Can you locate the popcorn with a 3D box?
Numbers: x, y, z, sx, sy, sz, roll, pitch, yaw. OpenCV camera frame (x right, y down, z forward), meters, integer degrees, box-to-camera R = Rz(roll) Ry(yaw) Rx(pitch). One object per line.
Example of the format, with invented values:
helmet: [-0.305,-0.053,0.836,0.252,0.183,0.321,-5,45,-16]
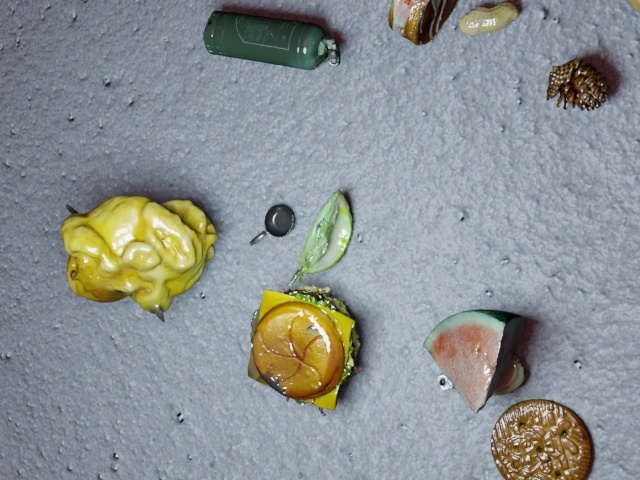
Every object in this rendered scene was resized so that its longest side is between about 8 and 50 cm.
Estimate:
popcorn: [-0.365,0.038,1.795,0.315,0.297,0.281,-16,67,-11]

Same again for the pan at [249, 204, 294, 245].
pan: [-0.102,-0.027,1.835,0.115,0.023,0.068,-38,78,15]

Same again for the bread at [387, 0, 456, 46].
bread: [0.197,-0.454,1.645,0.073,0.160,0.160,38,103,20]

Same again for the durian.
durian: [0.000,0.000,1.754,0.086,0.100,0.215,24,90,23]

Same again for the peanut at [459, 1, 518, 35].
peanut: [0.320,-0.422,1.654,0.113,0.054,0.054,-10,87,18]

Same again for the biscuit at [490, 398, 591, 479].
biscuit: [0.413,0.391,1.637,0.187,0.027,0.188,0,91,22]

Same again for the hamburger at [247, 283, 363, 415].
hamburger: [-0.028,0.215,1.746,0.243,0.138,0.262,22,104,20]

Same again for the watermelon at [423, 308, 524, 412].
watermelon: [0.270,0.195,1.591,0.207,0.202,0.136,-14,124,29]

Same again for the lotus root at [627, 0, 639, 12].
lotus root: [0.593,-0.477,1.501,0.154,0.140,0.257,-14,76,-8]

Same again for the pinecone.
pinecone: [0.466,-0.281,1.573,0.109,0.102,0.102,15,96,17]

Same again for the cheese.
cheese: [0.305,0.248,1.667,0.171,0.047,0.092,3,90,22]

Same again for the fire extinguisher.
fire extinguisher: [-0.088,-0.404,1.782,0.311,0.114,0.095,12,123,19]
